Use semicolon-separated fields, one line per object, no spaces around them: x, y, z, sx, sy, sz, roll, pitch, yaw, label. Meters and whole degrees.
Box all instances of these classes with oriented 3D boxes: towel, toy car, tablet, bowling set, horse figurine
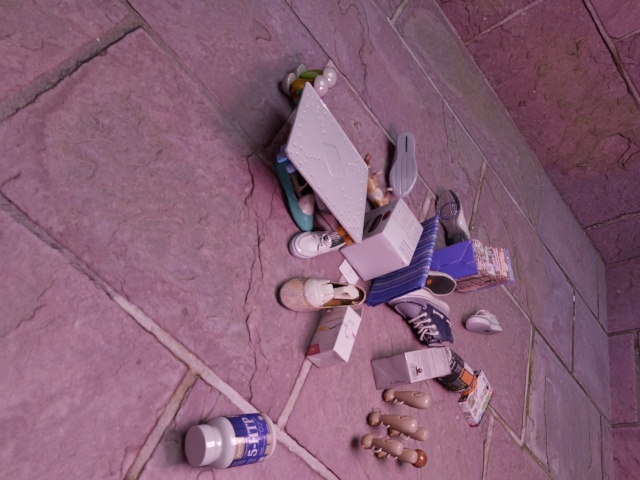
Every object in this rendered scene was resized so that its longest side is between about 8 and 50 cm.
0.279;0.066;1.828;0.040;0.243;0.336;43;45;-22;towel
-0.035;-0.520;1.854;0.182;0.159;0.136;-58;151;-45;toy car
0.094;0.108;1.787;0.083;0.006;0.054;55;41;-14;tablet
0.229;0.601;1.626;0.287;0.154;0.200;-32;115;-51;bowling set
0.210;-0.188;2.010;0.263;0.066;0.174;57;35;-16;horse figurine

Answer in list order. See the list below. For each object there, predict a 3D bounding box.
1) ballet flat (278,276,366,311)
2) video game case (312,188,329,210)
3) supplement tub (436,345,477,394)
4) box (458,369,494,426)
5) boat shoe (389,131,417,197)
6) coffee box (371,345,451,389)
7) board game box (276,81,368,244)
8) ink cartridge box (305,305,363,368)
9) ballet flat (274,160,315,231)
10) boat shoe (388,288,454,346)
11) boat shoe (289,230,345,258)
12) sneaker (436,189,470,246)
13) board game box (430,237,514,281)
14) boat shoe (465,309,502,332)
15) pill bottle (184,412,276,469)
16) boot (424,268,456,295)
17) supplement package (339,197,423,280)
0.019;0.155;1.603;0.316;0.106;0.108;6;68;-46;ballet flat
-0.004;-0.197;1.735;0.206;0.026;0.227;14;58;-76;video game case
0.478;0.475;1.953;0.190;0.117;0.117;43;46;-27;supplement tub
0.606;0.610;2.091;0.207;0.036;0.114;-36;100;-50;box
0.336;-0.295;2.172;0.109;0.094;0.302;9;65;5;boat shoe
0.301;0.415;1.768;0.246;0.141;0.098;5;68;-48;coffee box
0.022;-0.238;1.670;0.390;0.050;0.390;49;33;-32;board game box
0.045;0.266;1.573;0.067;0.115;0.198;46;43;-23;ink cartridge box
-0.065;-0.148;1.668;0.083;0.087;0.247;-23;90;-53;ballet flat
0.366;0.279;1.908;0.340;0.127;0.158;22;50;-41;boat shoe
0.000;0.000;1.679;0.226;0.075;0.083;-14;83;-50;boat shoe
0.589;-0.076;2.367;0.129;0.111;0.297;4;73;-64;sneaker
0.592;0.110;2.161;0.291;0.232;0.141;12;65;-44;board game box
0.684;0.335;2.265;0.267;0.096;0.088;18;55;-43;boat shoe
-0.203;0.452;1.215;0.186;0.112;0.112;11;64;-45;pill bottle
0.369;0.112;1.970;0.244;0.088;0.176;17;20;-28;boot
0.208;-0.004;1.818;0.149;0.194;0.203;50;42;-18;supplement package
